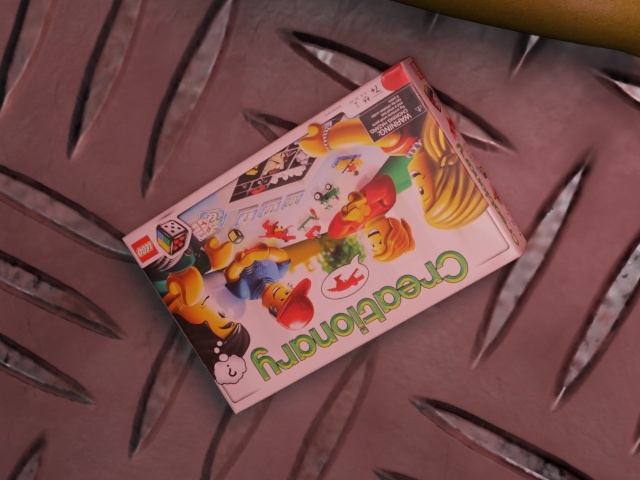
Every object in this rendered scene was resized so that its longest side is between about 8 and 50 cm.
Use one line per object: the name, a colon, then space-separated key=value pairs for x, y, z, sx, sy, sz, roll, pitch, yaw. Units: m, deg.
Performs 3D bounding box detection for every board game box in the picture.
board game box: x=0.000 y=0.000 z=1.187 sx=0.305 sy=0.053 sz=0.193 roll=-31 pitch=95 yaw=19

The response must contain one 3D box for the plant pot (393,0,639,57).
plant pot: x=0.155 y=-0.299 z=0.942 sx=0.353 sy=0.366 sz=0.366 roll=24 pitch=109 yaw=-5
